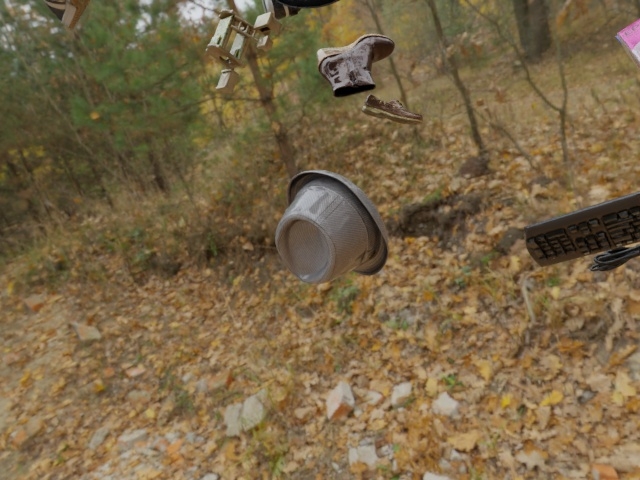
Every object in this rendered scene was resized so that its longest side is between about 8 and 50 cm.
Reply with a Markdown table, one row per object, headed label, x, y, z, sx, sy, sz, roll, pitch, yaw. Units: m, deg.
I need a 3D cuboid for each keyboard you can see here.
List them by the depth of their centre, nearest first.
| label | x | y | z | sx | sy | sz | roll | pitch | yaw |
| --- | --- | --- | --- | --- | --- | --- | --- | --- | --- |
| keyboard | 0.444 | -0.018 | 0.700 | 0.317 | 0.033 | 0.201 | -19 | -31 | 31 |

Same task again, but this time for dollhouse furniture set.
| label | x | y | z | sx | sy | sz | roll | pitch | yaw |
| --- | --- | --- | --- | --- | --- | --- | --- | --- | --- |
| dollhouse furniture set | -0.205 | -0.481 | 1.331 | 0.160 | 0.182 | 0.101 | 5 | -17 | 44 |

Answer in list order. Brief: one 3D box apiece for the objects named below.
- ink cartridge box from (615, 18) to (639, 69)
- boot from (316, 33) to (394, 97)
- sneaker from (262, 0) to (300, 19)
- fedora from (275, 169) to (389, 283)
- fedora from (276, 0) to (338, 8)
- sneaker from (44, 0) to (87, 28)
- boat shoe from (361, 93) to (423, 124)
| label | x | y | z | sx | sy | sz | roll | pitch | yaw |
| --- | --- | --- | --- | --- | --- | --- | --- | --- | --- |
| ink cartridge box | 0.592 | -0.318 | 0.830 | 0.175 | 0.069 | 0.371 | -32 | 30 | 31 |
| boot | 0.121 | -0.484 | 1.503 | 0.248 | 0.090 | 0.207 | -14 | 52 | -10 |
| sneaker | -0.106 | -0.696 | 1.425 | 0.121 | 0.217 | 0.079 | -12 | -3 | -11 |
| fedora | 0.000 | 0.000 | 1.004 | 0.124 | 0.243 | 0.275 | -44 | -7 | -30 |
| fedora | -0.021 | -0.685 | 1.170 | 0.334 | 0.334 | 0.152 | -12 | -11 | 22 |
| sneaker | -0.452 | -0.440 | 0.862 | 0.099 | 0.153 | 0.282 | -64 | 26 | -2 |
| boat shoe | 0.207 | -0.371 | 1.509 | 0.177 | 0.060 | 0.064 | 18 | 5 | 15 |
